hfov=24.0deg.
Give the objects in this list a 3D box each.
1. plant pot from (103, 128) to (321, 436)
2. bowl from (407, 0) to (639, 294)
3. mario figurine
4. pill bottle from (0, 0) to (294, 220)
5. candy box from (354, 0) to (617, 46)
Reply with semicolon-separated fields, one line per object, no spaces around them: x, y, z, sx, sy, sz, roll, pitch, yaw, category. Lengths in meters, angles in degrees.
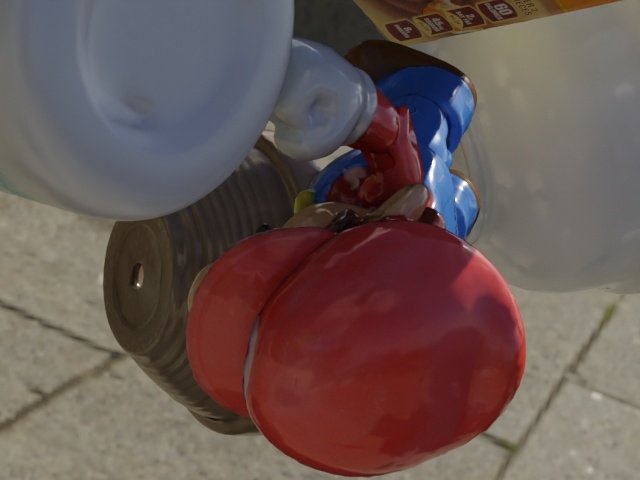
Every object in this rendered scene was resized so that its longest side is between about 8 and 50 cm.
-0.091;0.030;1.139;0.109;0.237;0.237;3;23;-34;plant pot
0.134;-0.079;1.104;0.134;0.298;0.298;-20;32;-19;bowl
0.000;0.000;0.733;0.198;0.170;0.320;51;20;-11;mario figurine
-0.149;-0.101;0.615;0.264;0.146;0.146;16;13;40;pill bottle
0.115;-0.214;0.812;0.316;0.088;0.183;-4;-38;47;candy box
